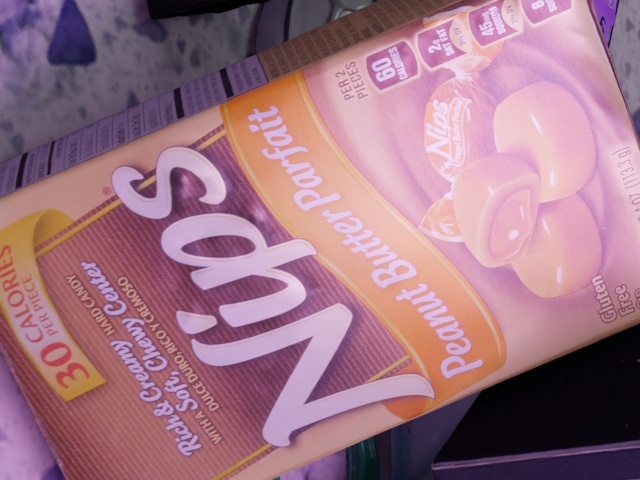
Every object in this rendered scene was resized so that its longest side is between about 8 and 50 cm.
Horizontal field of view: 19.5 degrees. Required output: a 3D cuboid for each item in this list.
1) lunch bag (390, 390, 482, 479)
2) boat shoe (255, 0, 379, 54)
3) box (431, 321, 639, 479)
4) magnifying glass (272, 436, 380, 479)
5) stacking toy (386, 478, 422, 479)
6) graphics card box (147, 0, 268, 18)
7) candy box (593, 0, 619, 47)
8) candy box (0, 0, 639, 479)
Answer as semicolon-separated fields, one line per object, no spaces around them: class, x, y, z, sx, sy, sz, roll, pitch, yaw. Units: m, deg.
lunch bag;0.157;0.038;1.166;0.223;0.160;0.262;20;62;-45
boat shoe;0.031;-0.156;1.105;0.095;0.084;0.258;31;62;-42
box;0.256;0.138;0.991;0.343;0.179;0.312;-47;117;-47
magnifying glass;-0.037;0.082;1.043;0.231;0.026;0.092;56;48;-29
stacking toy;-0.005;0.263;0.973;0.302;0.166;0.175;-26;104;-32
graphics card box;-0.018;-0.317;0.962;0.094;0.233;0.371;-23;102;-56
candy box;0.140;-0.227;1.151;0.165;0.070;0.196;59;38;-44
candy box;0.000;0.000;0.901;0.087;0.316;0.183;-114;180;-73
